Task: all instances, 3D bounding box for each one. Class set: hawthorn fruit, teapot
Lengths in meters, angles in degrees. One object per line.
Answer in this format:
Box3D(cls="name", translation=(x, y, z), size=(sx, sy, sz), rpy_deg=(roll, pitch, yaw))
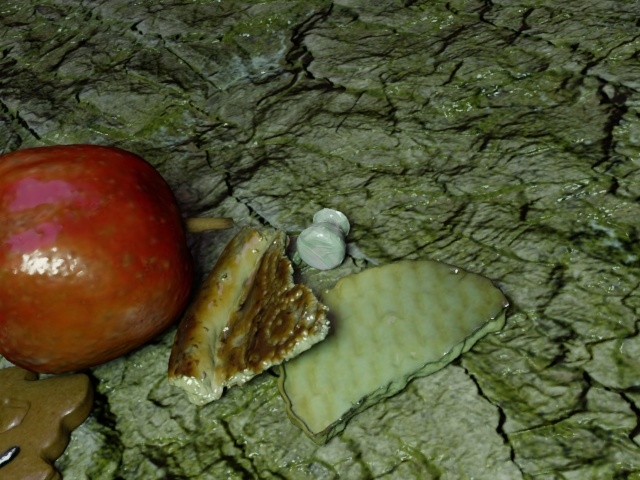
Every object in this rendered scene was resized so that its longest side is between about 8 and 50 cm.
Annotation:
Box3D(cls="hawthorn fruit", translation=(-0.267, 0.009, 1.054), size=(0.330, 0.287, 0.287), rpy_deg=(-13, 41, -13))
Box3D(cls="teapot", translation=(0.000, 0.000, 1.096), size=(0.083, 0.064, 0.064), rpy_deg=(-29, 25, 38))

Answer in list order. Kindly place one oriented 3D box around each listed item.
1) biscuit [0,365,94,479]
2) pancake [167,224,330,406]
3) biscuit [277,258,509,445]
Box3D(cls="biscuit", translation=(-0.428, 0.241, 1.026), size=(0.301, 0.043, 0.278), rpy_deg=(15, 54, 33))
Box3D(cls="pancake", translation=(-0.073, 0.073, 1.005), size=(0.244, 0.057, 0.266), rpy_deg=(-5, 49, 47))
Box3D(cls="biscuit", translation=(0.065, 0.102, 0.979), size=(0.273, 0.036, 0.187), rpy_deg=(-30, 44, -8))
